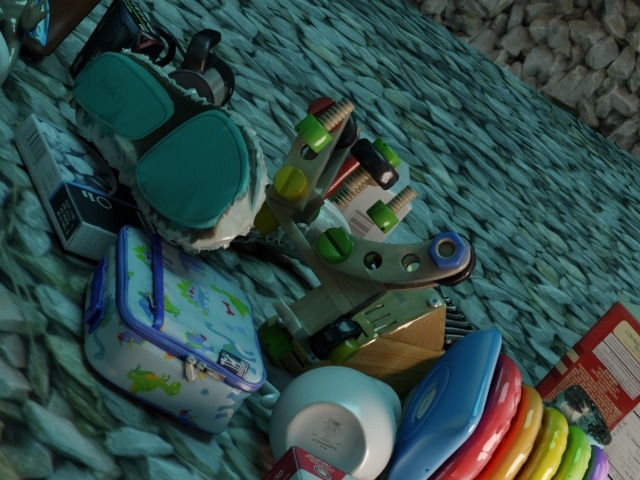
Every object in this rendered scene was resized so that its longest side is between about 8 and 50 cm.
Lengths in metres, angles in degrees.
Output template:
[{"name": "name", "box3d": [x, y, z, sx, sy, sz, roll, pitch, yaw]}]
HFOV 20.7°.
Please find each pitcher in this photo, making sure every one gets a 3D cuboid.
[{"name": "pitcher", "box3d": [-0.008, 0.176, 1.780, 0.177, 0.125, 0.207, 20, 7, 4]}]

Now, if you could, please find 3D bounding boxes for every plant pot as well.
[{"name": "plant pot", "box3d": [-0.335, -0.328, 2.170, 0.167, 0.165, 0.167, 38, 8, -7]}]

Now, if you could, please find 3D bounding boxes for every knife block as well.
[{"name": "knife block", "box3d": [0.065, 0.144, 2.060, 0.275, 0.242, 0.088, -24, 54, -20]}]

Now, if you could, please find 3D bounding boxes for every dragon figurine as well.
[{"name": "dragon figurine", "box3d": [-0.352, -0.271, 2.003, 0.085, 0.289, 0.144, 3, -12, -9]}]

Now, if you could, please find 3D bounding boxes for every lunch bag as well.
[{"name": "lunch bag", "box3d": [-0.149, 0.084, 1.737, 0.176, 0.090, 0.219, 31, 19, -18]}]

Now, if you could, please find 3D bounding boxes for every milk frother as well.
[{"name": "milk frother", "box3d": [-0.200, -0.222, 2.363, 0.143, 0.129, 0.135, -2, 15, 10]}]

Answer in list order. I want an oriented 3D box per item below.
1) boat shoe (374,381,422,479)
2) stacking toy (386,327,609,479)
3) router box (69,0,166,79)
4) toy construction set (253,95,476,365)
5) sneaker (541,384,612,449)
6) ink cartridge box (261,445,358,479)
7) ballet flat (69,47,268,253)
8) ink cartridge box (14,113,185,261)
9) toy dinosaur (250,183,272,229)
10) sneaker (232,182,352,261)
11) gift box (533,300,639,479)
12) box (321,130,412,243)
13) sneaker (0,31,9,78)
[{"name": "boat shoe", "box3d": [0.128, 0.230, 1.921, 0.116, 0.099, 0.319, 41, 19, -8]}, {"name": "stacking toy", "box3d": [0.231, 0.240, 1.785, 0.302, 0.175, 0.166, 31, 41, -7]}, {"name": "router box", "box3d": [-0.255, -0.230, 2.194, 0.038, 0.122, 0.092, 15, 30, -44]}, {"name": "toy construction set", "box3d": [0.000, 0.000, 1.905, 0.257, 0.237, 0.309, 48, 2, -11]}, {"name": "sneaker", "box3d": [0.254, 0.257, 2.087, 0.110, 0.122, 0.283, 57, 23, 16]}, {"name": "ink cartridge box", "box3d": [0.014, 0.288, 1.605, 0.127, 0.072, 0.175, 32, 20, -24]}, {"name": "ballet flat", "box3d": [-0.144, -0.085, 1.891, 0.147, 0.147, 0.409, 26, 14, -37]}, {"name": "ink cartridge box", "box3d": [-0.221, -0.034, 1.935, 0.208, 0.045, 0.206, 25, 23, -41]}, {"name": "toy dinosaur", "box3d": [-0.084, -0.027, 2.008, 0.092, 0.183, 0.053, -26, 90, -45]}, {"name": "sneaker", "box3d": [-0.079, -0.024, 2.140, 0.262, 0.099, 0.121, 27, 29, -15]}, {"name": "gift box", "box3d": [0.459, 0.232, 2.316, 0.258, 0.276, 0.255, 13, 38, -57]}, {"name": "box", "box3d": [0.048, -0.053, 2.374, 0.091, 0.130, 0.170, 35, 18, -13]}, {"name": "sneaker", "box3d": [-0.475, -0.250, 1.855, 0.295, 0.104, 0.147, 37, 21, 3]}]
